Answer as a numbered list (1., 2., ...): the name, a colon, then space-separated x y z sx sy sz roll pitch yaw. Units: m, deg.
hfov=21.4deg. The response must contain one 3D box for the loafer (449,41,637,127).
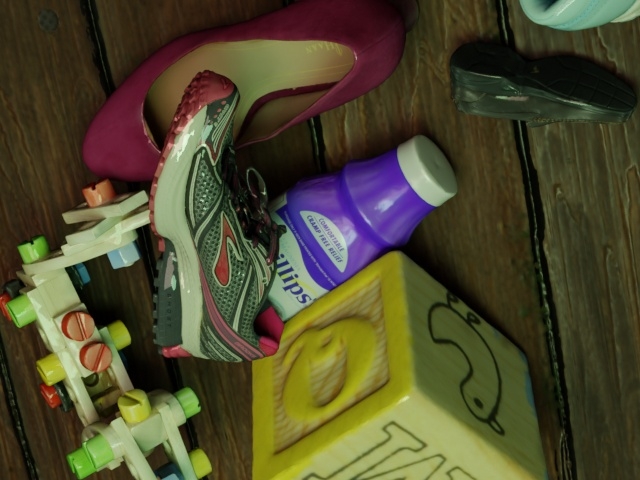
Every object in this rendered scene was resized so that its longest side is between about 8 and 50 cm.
1. loafer: 0.198 -0.130 1.517 0.170 0.062 0.061 16 136 15

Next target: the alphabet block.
1. alphabet block: 0.069 0.164 1.557 0.193 0.192 0.197 -36 125 24

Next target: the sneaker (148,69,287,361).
1. sneaker: -0.086 -0.019 1.508 0.112 0.121 0.299 7 130 7

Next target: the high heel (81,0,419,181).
1. high heel: -0.092 -0.132 1.534 0.377 0.181 0.127 -28 99 25

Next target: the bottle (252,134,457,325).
1. bottle: 0.000 0.000 1.605 0.283 0.092 0.118 -32 95 26

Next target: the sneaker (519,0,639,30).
1. sneaker: 0.215 -0.342 1.355 0.135 0.150 0.365 11 115 40

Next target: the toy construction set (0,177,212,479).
1. toy construction set: -0.215 0.103 1.661 0.151 0.215 0.327 -13 98 -23
